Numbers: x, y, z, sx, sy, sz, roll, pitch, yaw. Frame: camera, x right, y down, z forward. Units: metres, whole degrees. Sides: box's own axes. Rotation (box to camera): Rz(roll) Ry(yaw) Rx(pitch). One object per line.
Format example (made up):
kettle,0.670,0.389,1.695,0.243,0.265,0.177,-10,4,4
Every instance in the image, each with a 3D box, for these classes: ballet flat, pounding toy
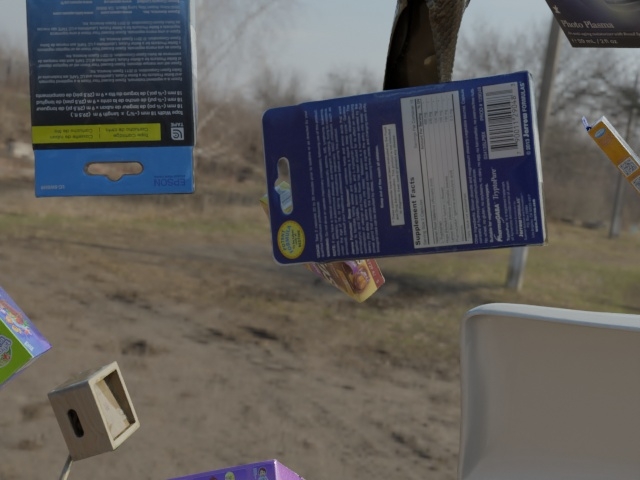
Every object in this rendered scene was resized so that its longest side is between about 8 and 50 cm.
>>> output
ballet flat,0.083,-0.143,0.925,0.084,0.250,0.058,33,50,24
pounding toy,-0.351,0.277,1.642,0.100,0.141,0.130,-18,5,14

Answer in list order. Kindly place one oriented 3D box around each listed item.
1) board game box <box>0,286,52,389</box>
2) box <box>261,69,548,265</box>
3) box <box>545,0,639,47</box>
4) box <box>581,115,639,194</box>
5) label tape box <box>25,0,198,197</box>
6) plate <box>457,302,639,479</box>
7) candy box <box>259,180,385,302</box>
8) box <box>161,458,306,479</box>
board game box,-0.531,0.153,1.296,0.233,0.347,0.078,50,5,-1
box,0.065,-0.054,0.884,0.225,0.136,0.036,-5,0,18
box,0.469,-0.455,1.659,0.296,0.183,0.294,14,-31,55
box,0.397,-0.115,1.441,0.136,0.028,0.081,52,19,1
label tape box,-0.307,-0.234,1.634,0.240,0.334,0.106,-1,3,-3
plate,0.254,0.140,0.898,0.278,0.045,0.277,4,-41,10
candy box,0.000,0.000,1.513,0.186,0.053,0.109,30,-26,46
box,-0.158,0.364,1.445,0.293,0.057,0.201,-13,-28,15
